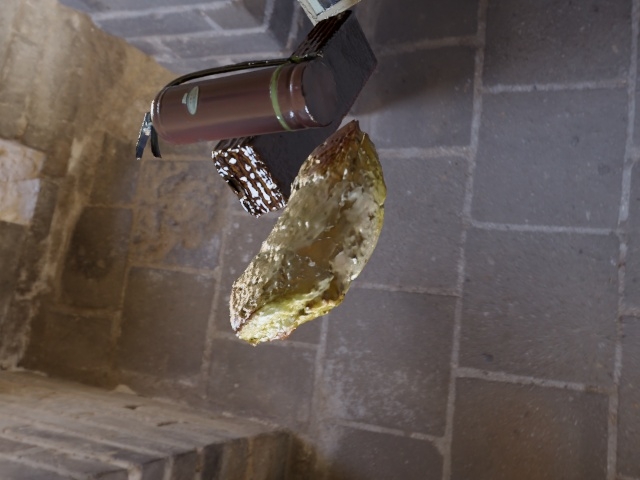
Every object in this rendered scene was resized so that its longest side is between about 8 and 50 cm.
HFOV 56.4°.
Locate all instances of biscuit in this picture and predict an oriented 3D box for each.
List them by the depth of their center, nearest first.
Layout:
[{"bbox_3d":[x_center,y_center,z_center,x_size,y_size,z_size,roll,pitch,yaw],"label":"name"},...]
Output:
[{"bbox_3d":[-0.021,-0.197,0.862,0.073,0.107,0.388,-8,39,37],"label":"biscuit"}]

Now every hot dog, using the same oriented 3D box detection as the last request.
[{"bbox_3d":[0.001,0.001,0.386,0.078,0.061,0.169,1,55,51],"label":"hot dog"}]

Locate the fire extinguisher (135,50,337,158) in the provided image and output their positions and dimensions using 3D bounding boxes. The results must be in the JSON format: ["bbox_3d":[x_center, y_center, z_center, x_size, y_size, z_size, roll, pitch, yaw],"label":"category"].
[{"bbox_3d":[-0.067,-0.092,0.412,0.158,0.043,0.064,0,81,29],"label":"fire extinguisher"}]

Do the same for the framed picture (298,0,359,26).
[{"bbox_3d":[-0.028,-0.529,0.950,0.247,0.335,0.022,-7,37,53],"label":"framed picture"}]
